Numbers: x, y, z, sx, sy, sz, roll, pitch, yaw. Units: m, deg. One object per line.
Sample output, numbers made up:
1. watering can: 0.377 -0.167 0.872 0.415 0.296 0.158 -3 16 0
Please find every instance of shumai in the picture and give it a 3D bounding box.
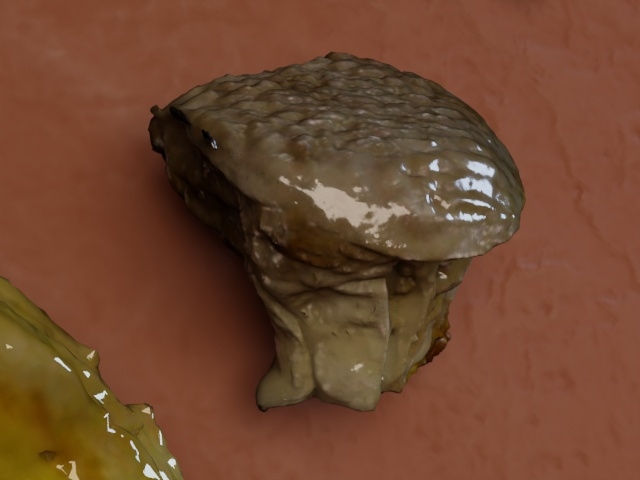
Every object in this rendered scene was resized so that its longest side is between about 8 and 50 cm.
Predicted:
1. shumai: 0.003 0.002 0.646 0.145 0.145 0.116 6 115 -16

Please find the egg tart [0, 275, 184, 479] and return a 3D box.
1. egg tart: -0.198 0.138 0.528 0.341 0.132 0.341 4 80 -24
